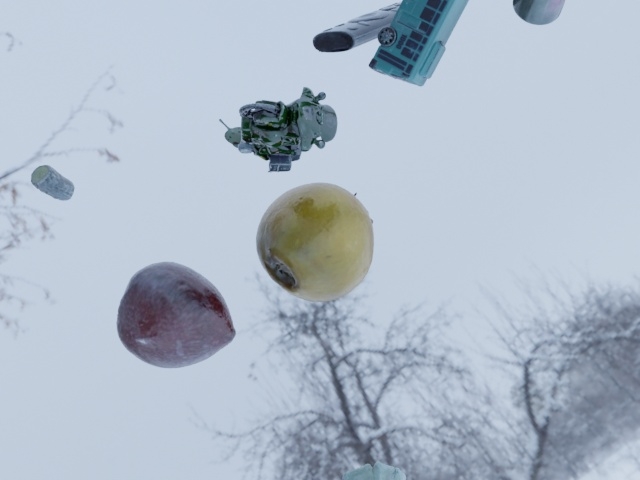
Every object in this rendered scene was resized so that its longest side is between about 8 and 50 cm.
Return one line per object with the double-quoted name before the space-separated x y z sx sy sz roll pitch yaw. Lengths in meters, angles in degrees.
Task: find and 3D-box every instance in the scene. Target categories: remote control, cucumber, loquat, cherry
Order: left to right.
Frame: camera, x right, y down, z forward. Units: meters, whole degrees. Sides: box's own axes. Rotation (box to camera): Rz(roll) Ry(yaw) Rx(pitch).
"cucumber" -0.651 -0.137 2.047 0.064 0.064 0.112 -38 -33 5
"cherry" -0.321 0.166 1.833 0.203 0.300 0.230 26 -102 -66
"loquat" 0.000 0.000 1.836 0.275 0.275 0.275 -31 -21 -14
"remote control" 0.148 -0.431 1.605 0.377 0.044 0.107 -31 23 -37

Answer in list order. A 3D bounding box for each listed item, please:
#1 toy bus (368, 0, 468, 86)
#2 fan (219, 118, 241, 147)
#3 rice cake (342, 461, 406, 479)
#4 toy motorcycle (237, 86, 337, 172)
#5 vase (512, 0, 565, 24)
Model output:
"toy bus" 0.146 -0.308 1.236 0.160 0.092 0.079 -62 -19 12
"fan" -0.184 -0.229 1.769 0.056 0.004 0.083 -24 -53 32
"rice cake" 0.084 0.403 0.872 0.063 0.336 0.066 -24 -33 23
"toy motorcycle" -0.066 -0.213 1.625 0.187 0.124 0.274 3 -11 -6
"vase" 0.380 -0.452 1.366 0.086 0.086 0.214 -31 -20 -15
